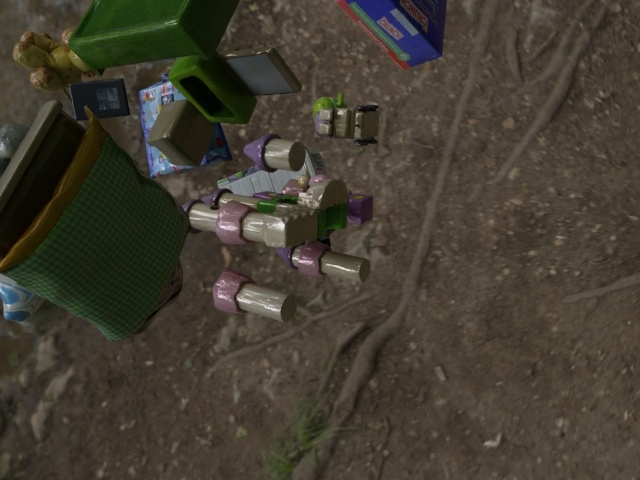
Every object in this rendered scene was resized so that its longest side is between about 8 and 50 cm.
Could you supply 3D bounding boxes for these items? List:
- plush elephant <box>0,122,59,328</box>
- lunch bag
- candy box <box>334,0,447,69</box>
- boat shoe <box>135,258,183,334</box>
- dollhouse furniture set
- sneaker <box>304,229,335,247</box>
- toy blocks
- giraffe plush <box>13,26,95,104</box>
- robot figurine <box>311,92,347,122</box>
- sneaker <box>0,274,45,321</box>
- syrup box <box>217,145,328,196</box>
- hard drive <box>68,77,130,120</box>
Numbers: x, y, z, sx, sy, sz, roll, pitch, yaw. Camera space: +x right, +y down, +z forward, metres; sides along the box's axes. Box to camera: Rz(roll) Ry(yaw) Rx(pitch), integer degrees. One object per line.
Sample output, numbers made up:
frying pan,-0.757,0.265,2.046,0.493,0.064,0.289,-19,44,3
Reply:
plush elephant,-0.518,-0.002,1.114,0.330,0.272,0.255,-24,32,59
lunch bag,-0.418,-0.356,1.872,0.221,0.138,0.293,-10,96,29
candy box,0.181,-0.609,1.461,0.122,0.268,0.317,-13,57,39
boat shoe,-0.300,0.059,1.137,0.110,0.307,0.104,21,107,-11
dollhouse furniture set,-0.138,-0.071,0.559,0.151,0.197,0.302,3,63,33
sneaker,0.000,0.000,1.710,0.078,0.188,0.067,26,125,15
toy blocks,-0.085,-0.066,1.010,0.260,0.288,0.309,12,108,32
giraffe plush,-0.639,-0.467,1.595,0.170,0.210,0.181,-25,37,21
robot figurine,0.027,-0.344,1.659,0.101,0.115,0.067,-29,72,37
sneaker,-0.467,0.031,0.857,0.237,0.085,0.086,28,79,27
syrup box,-0.109,-0.136,1.458,0.237,0.093,0.096,-21,89,20
hard drive,-0.559,-0.357,1.580,0.135,0.022,0.094,-7,106,-3
